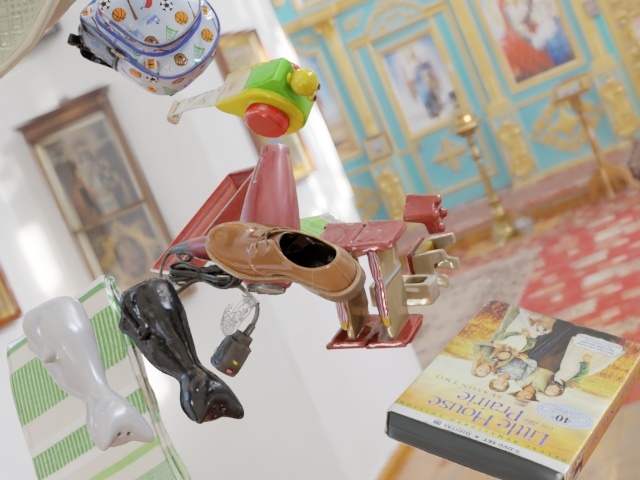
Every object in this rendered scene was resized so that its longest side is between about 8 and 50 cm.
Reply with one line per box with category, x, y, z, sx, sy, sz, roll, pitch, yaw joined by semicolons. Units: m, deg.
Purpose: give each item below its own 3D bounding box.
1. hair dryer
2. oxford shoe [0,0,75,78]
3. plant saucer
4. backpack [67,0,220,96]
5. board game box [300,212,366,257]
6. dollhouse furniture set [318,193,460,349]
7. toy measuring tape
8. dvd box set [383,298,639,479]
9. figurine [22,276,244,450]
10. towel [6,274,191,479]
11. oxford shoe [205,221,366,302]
hair dryer;-0.118;0.005;1.528;0.080;0.223;0.293;16;-69;-52
oxford shoe;-0.456;-0.398;1.895;0.449;0.169;0.130;-50;-16;8
plant saucer;-0.210;-0.027;2.280;0.259;0.048;0.258;-53;13;-11
backpack;-0.342;-0.447;2.488;0.276;0.263;0.213;-50;6;-16
board game box;0.000;0.000;2.260;0.259;0.124;0.039;-11;-51;-63
dollhouse furniture set;0.123;0.031;2.156;0.152;0.201;0.374;-3;20;23
toy measuring tape;-0.108;-0.206;1.852;0.121;0.121;0.330;-26;9;-41
dvd box set;0.337;0.249;1.993;0.308;0.062;0.420;17;31;27
figurine;-0.221;0.154;1.409;0.215;0.209;0.092;-11;-41;-41
towel;-0.315;0.243;1.638;0.248;0.325;0.038;-33;-20;26
oxford shoe;-0.050;0.007;1.357;0.212;0.076;0.076;12;65;32
